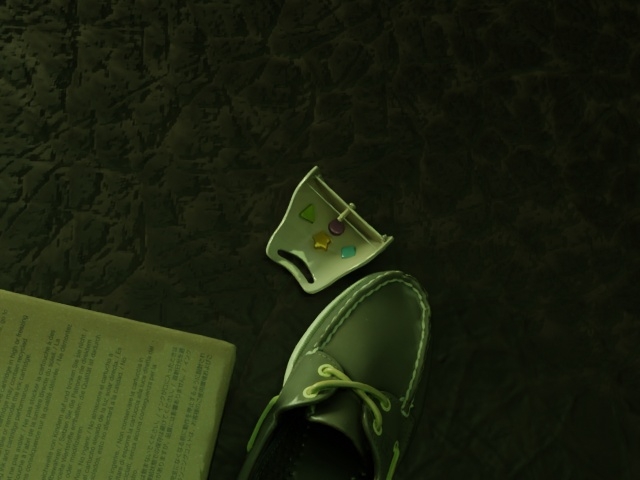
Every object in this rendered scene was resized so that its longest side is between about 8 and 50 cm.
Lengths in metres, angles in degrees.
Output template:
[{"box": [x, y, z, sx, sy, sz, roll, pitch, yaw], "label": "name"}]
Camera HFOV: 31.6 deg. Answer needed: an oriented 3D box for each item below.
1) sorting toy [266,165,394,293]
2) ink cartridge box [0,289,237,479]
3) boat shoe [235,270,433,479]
[{"box": [0.000, 0.000, 0.879, 0.083, 0.045, 0.075, 44, 76, 7], "label": "sorting toy"}, {"box": [-0.174, 0.167, 0.757, 0.193, 0.088, 0.234, 14, 69, -4], "label": "ink cartridge box"}, {"box": [0.007, 0.145, 0.796, 0.109, 0.091, 0.305, 29, 67, 1], "label": "boat shoe"}]
